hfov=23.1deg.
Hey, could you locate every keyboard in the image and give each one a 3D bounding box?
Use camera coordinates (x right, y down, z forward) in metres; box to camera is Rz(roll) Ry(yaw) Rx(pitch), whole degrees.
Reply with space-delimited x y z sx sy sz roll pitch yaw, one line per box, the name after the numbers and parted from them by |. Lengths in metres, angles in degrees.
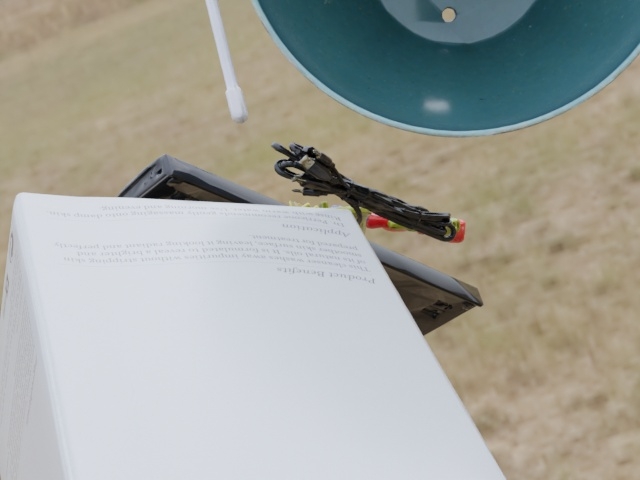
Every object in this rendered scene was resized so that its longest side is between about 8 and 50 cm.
0.000 0.000 1.230 0.201 0.317 0.033 -33 46 41 | keyboard

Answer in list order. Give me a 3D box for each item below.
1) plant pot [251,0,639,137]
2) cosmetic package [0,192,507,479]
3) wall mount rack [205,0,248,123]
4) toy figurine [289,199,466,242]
0.095 -0.211 1.076 0.290 0.290 0.195 -19 0 4 | plant pot
-0.043 0.129 0.794 0.217 0.156 0.385 3 29 -16 | cosmetic package
-0.017 -0.298 1.583 0.350 0.130 0.304 -26 34 44 | wall mount rack
0.048 0.074 1.656 0.191 0.217 0.362 7 1 4 | toy figurine
